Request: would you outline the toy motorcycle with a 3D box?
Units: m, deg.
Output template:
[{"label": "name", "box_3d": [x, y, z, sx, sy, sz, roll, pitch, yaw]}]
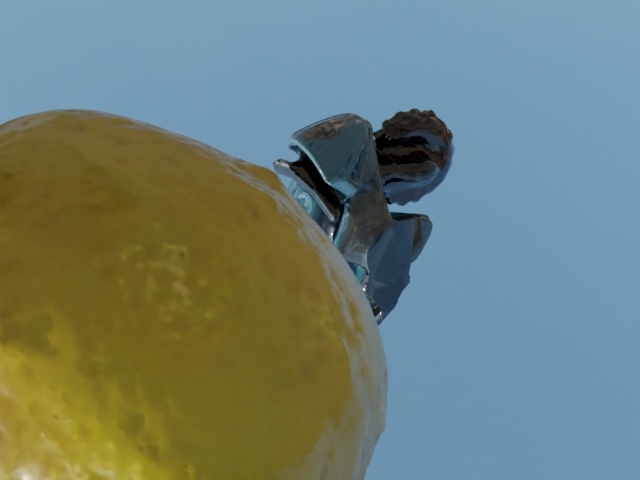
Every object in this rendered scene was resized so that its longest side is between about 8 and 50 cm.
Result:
[{"label": "toy motorcycle", "box_3d": [0.000, 0.000, 1.380, 0.232, 0.416, 0.172, 17, -159, -43]}]

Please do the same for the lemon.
[{"label": "lemon", "box_3d": [-0.098, 0.056, 0.530, 0.288, 0.234, 0.233, 30, -134, 20]}]
